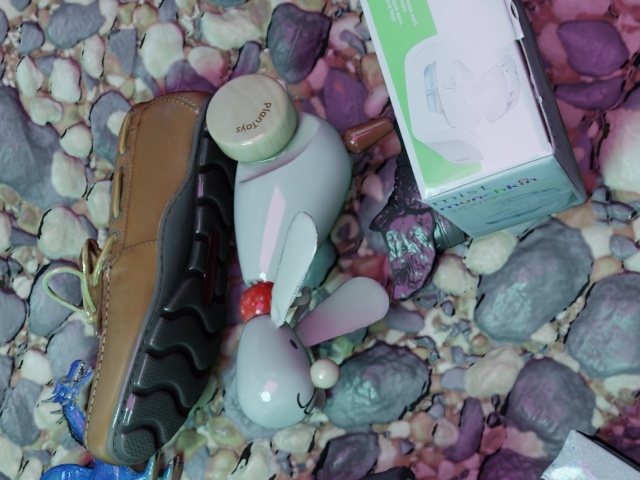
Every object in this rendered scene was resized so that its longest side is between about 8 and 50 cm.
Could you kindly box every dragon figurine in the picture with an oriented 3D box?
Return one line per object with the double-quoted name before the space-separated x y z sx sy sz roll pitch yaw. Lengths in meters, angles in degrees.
"dragon figurine" -0.228 0.268 1.481 0.144 0.085 0.289 7 80 21

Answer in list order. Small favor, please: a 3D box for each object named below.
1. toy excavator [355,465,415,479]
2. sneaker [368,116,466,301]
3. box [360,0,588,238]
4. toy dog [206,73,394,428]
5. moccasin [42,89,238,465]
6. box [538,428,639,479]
"toy excavator" 0.059 0.484 1.270 0.222 0.433 0.445 -19 49 14
"sneaker" 0.081 -0.033 1.444 0.089 0.051 0.170 -25 79 9
"box" 0.137 -0.155 1.349 0.127 0.231 0.262 -19 78 14
"toy dog" 0.000 0.000 1.374 0.161 0.220 0.333 -14 78 18
"moccasin" -0.177 0.031 1.460 0.147 0.139 0.380 -2 74 27
"box" 0.290 0.288 1.271 0.247 0.163 0.142 32 91 19
